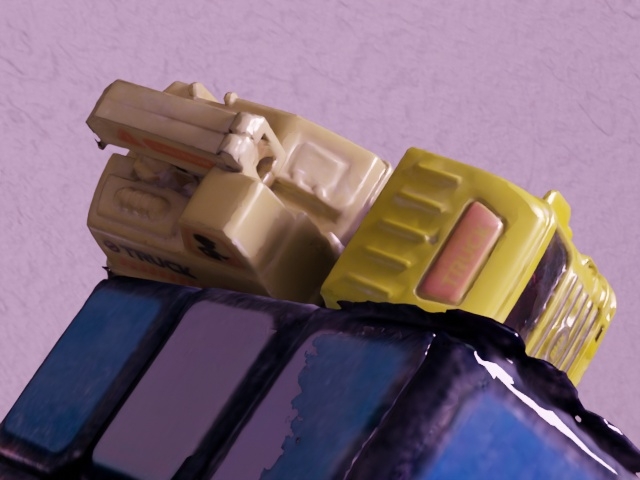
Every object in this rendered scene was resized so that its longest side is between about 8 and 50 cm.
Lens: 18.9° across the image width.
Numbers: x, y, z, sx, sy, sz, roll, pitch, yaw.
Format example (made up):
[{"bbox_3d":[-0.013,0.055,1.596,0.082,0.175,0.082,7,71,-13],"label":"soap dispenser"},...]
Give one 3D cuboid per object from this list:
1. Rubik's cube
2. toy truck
[{"bbox_3d":[-0.006,0.252,0.853,0.362,0.358,0.363,38,-17,-24],"label":"Rubik's cube"},{"bbox_3d":[0.000,0.000,0.969,0.272,0.124,0.157,22,-19,33],"label":"toy truck"}]
